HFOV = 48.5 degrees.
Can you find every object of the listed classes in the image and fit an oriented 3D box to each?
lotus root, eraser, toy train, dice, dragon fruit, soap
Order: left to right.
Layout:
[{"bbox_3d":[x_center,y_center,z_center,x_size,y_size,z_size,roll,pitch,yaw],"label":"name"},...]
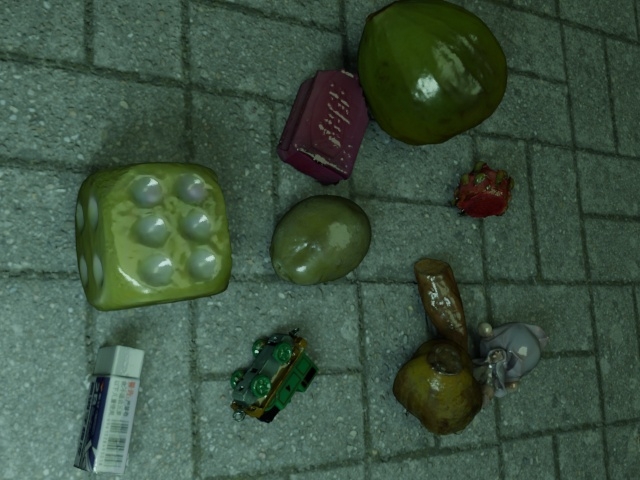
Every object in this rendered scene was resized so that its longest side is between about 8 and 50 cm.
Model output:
[{"bbox_3d":[-0.367,0.293,1.240,0.068,0.124,0.210,15,73,-28],"label":"eraser"},{"bbox_3d":[-0.301,-0.004,1.271,0.227,0.233,0.238,-5,83,-32],"label":"dice"},{"bbox_3d":[-0.091,0.280,1.434,0.136,0.091,0.227,48,60,-27],"label":"toy train"},{"bbox_3d":[0.013,-0.267,1.597,0.162,0.099,0.250,24,69,-18],"label":"soap"},{"bbox_3d":[0.275,0.297,1.567,0.188,0.180,0.199,35,56,26],"label":"lotus root"},{"bbox_3d":[0.425,-0.130,1.808,0.208,0.133,0.150,-33,95,-43],"label":"dragon fruit"}]

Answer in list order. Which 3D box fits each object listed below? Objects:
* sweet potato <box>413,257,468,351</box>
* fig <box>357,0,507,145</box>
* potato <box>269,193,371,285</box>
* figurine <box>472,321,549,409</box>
[{"bbox_3d":[0.294,0.159,1.688,0.097,0.097,0.251,-17,86,-33],"label":"sweet potato"},{"bbox_3d":[0.242,-0.397,1.621,0.343,0.343,0.343,6,78,-31],"label":"fig"},{"bbox_3d":[0.000,0.000,1.505,0.235,0.160,0.178,-41,65,-17],"label":"potato"},{"bbox_3d":[0.437,0.297,1.728,0.276,0.133,0.200,-35,103,-30],"label":"figurine"}]
